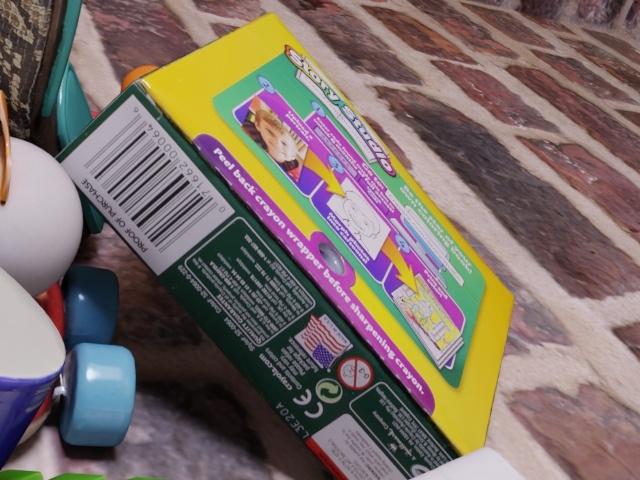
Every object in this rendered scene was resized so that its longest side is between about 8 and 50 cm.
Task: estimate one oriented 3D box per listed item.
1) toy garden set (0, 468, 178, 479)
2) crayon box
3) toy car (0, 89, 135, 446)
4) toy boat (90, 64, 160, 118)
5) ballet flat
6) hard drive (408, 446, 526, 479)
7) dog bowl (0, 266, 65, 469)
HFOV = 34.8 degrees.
[{"bbox_3d":[-0.174,0.172,0.496,0.244,0.049,0.203,-9,4,44],"label":"toy garden set"},{"bbox_3d":[0.000,0.000,0.850,0.363,0.106,0.313,50,24,-6],"label":"crayon box"},{"bbox_3d":[-0.229,0.001,0.704,0.219,0.238,0.210,9,27,-22],"label":"toy car"},{"bbox_3d":[-0.185,-0.108,1.059,0.231,0.151,0.151,15,26,-9],"label":"toy boat"},{"bbox_3d":[-0.252,-0.132,0.771,0.182,0.483,0.164,3,62,-11],"label":"ballet flat"},{"bbox_3d":[-0.021,0.224,0.419,0.353,0.047,0.233,-19,28,-16],"label":"hard drive"},{"bbox_3d":[-0.259,0.032,0.482,0.265,0.104,0.265,34,2,-1],"label":"dog bowl"}]
